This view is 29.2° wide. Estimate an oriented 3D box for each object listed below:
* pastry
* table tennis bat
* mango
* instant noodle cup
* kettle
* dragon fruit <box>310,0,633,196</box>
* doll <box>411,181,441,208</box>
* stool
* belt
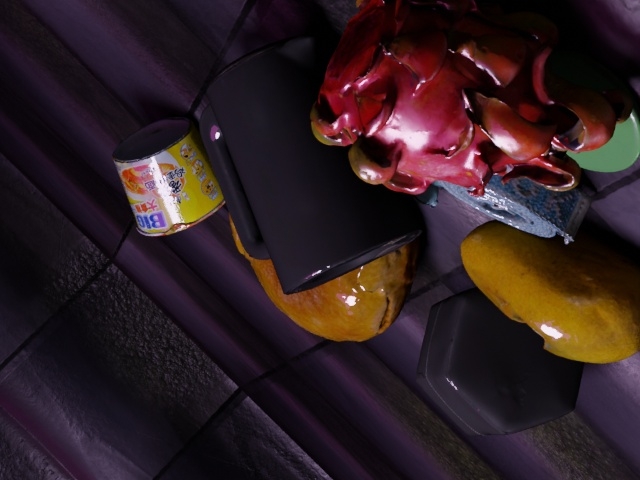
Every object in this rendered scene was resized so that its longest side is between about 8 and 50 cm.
[{"bbox_3d":[0.000,0.000,1.906,0.356,0.164,0.356,25,136,26],"label":"pastry"},{"bbox_3d":[0.263,-0.145,1.405,0.257,0.039,0.160,4,130,55],"label":"table tennis bat"},{"bbox_3d":[0.300,0.056,1.559,0.262,0.167,0.130,36,144,29],"label":"mango"},{"bbox_3d":[-0.272,-0.124,2.232,0.205,0.205,0.153,17,137,50],"label":"instant noodle cup"},{"bbox_3d":[-0.022,-0.098,1.691,0.308,0.203,0.262,65,166,7],"label":"kettle"},{"bbox_3d":[0.143,-0.148,1.293,0.243,0.228,0.307,6,-168,-40],"label":"dragon fruit"},{"bbox_3d":[0.127,-0.109,1.687,0.159,0.059,0.158,49,157,-16],"label":"doll"},{"bbox_3d":[0.258,0.166,1.755,0.232,0.232,0.141,45,161,-3],"label":"stool"},{"bbox_3d":[0.229,-0.071,1.506,0.163,0.082,0.147,31,174,-22],"label":"belt"}]
